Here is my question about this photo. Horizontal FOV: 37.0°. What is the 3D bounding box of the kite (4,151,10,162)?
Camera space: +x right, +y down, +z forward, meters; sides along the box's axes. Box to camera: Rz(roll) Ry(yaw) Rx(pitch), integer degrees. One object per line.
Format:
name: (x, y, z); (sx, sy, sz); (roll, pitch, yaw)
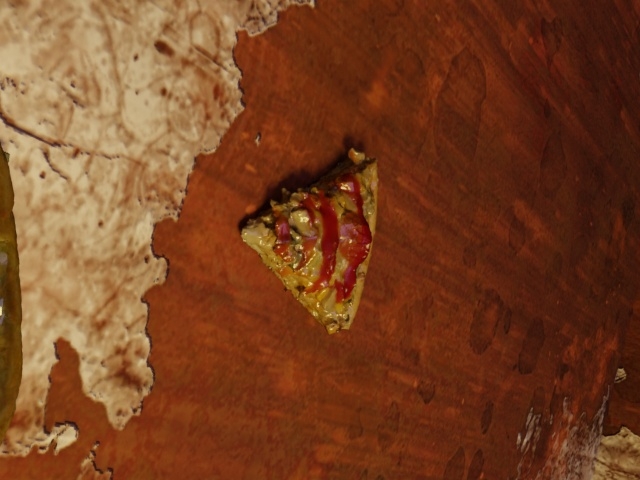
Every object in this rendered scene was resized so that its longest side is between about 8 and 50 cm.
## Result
kite: (-0.299, 0.068, 0.529); (0.368, 0.014, 0.406); (-54, 140, -32)

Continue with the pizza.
pizza: (0.000, 0.000, 0.917); (0.198, 0.062, 0.188); (2, 95, -55)

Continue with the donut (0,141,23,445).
donut: (-0.250, 0.029, 0.461); (0.208, 0.128, 0.262); (-27, 120, -50)
